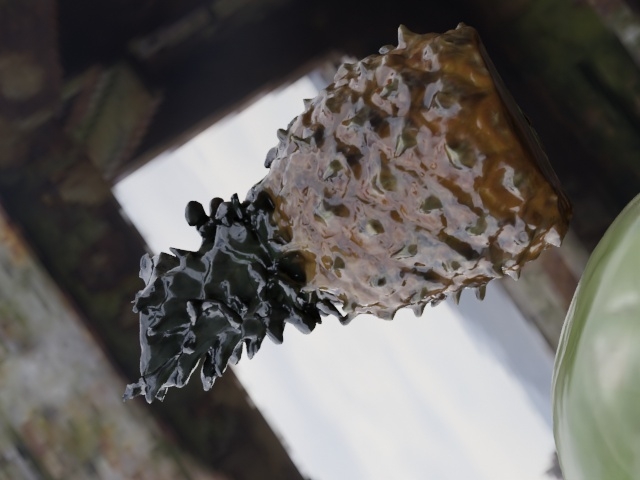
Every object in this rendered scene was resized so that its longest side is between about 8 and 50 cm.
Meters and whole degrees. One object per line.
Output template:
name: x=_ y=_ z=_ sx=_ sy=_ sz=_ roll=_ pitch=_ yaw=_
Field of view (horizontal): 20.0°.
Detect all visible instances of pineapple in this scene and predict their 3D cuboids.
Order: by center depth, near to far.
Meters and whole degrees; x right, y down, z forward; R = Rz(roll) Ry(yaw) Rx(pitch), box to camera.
pineapple: x=0.000 y=0.000 z=1.040 sx=0.158 sy=0.278 sz=0.158 roll=55 pitch=-167 yaw=-20

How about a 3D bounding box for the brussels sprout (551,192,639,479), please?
brussels sprout: x=0.239 y=0.074 z=0.802 sx=0.273 sy=0.317 sz=0.242 roll=18 pitch=171 yaw=-24
